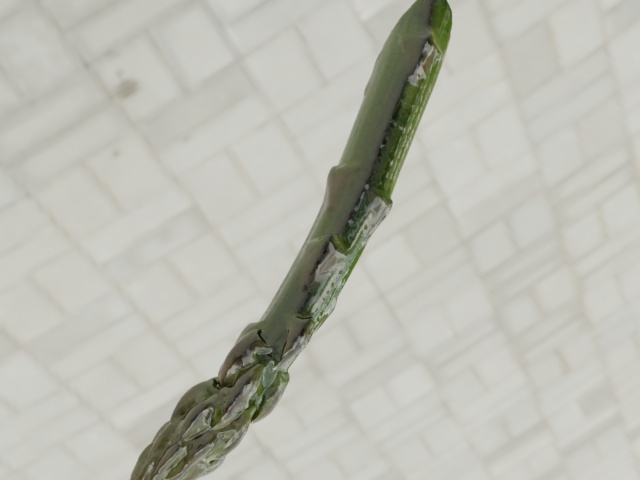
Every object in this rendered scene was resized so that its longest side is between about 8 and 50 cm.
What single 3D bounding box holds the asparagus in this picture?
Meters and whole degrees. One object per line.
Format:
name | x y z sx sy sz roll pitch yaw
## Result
asparagus | 0.000 -0.001 0.634 0.236 0.034 0.027 -61 -177 -33
